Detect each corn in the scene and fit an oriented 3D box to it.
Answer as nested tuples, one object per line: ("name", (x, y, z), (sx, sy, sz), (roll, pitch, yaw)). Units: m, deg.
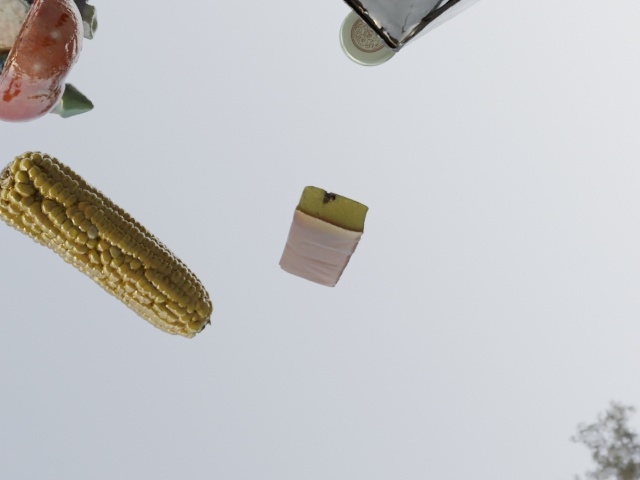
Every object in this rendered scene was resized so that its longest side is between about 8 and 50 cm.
("corn", (-0.255, 0.006, 1.154), (0.313, 0.102, 0.102), (37, -134, -15))

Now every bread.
("bread", (0.000, 0.000, 1.948), (0.138, 0.361, 0.077), (18, -111, -2))

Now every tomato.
("tomato", (-0.439, -0.286, 1.501), (0.095, 0.237, 0.236), (23, -128, -22))

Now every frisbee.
("frisbee", (0.084, -0.347, 1.603), (0.014, 0.110, 0.110), (27, -140, -77))

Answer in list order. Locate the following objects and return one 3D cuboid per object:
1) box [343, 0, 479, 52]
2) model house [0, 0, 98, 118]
("box", (0.136, -0.412, 1.082), (0.251, 0.204, 0.345), (46, -134, 4))
("model house", (-0.535, -0.379, 1.724), (0.280, 0.312, 0.245), (7, -137, 1))
